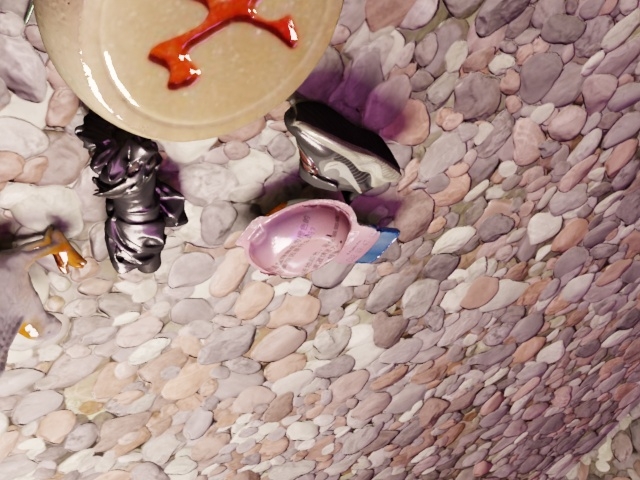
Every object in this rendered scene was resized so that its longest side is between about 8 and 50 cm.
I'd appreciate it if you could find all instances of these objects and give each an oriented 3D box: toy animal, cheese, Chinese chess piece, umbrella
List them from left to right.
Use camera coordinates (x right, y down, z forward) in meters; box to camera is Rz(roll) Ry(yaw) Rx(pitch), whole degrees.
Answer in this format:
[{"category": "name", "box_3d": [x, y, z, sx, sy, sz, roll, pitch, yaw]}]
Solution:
[{"category": "toy animal", "box_3d": [-0.463, 0.033, 1.065, 0.302, 0.225, 0.284, -24, 120, -29]}, {"category": "umbrella", "box_3d": [-0.241, -0.053, 1.101, 0.110, 0.122, 0.272, 14, 142, 13]}, {"category": "Chinese chess piece", "box_3d": [-0.133, -0.267, 0.890, 0.338, 0.140, 0.338, -26, 142, -22]}, {"category": "cheese", "box_3d": [0.000, 0.000, 1.313, 0.286, 0.074, 0.189, 5, 141, -37]}]

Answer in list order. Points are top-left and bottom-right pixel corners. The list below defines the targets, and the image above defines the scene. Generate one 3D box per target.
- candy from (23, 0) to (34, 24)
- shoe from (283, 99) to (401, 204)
[{"category": "candy", "box_3d": [-0.294, -0.277, 0.895, 0.035, 0.035, 0.123, 13, 131, -34]}, {"category": "shoe", "box_3d": [0.018, -0.117, 1.209, 0.227, 0.099, 0.112, 19, 126, -44]}]
